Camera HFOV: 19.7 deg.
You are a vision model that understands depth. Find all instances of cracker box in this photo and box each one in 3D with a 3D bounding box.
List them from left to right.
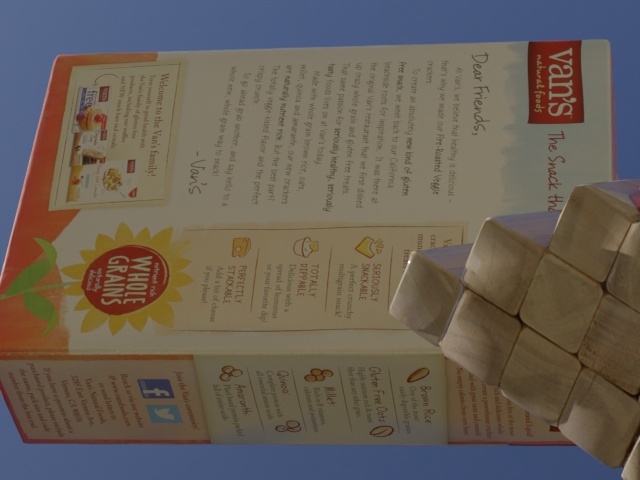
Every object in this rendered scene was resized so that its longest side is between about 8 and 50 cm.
[{"bbox_3d":[0.000,0.000,0.724,0.232,0.067,0.156,-1,-130,10],"label":"cracker box"}]

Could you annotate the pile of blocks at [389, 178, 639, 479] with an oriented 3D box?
[{"bbox_3d":[0.201,0.006,0.572,0.362,0.113,0.149,9,-156,-30],"label":"pile of blocks"}]
